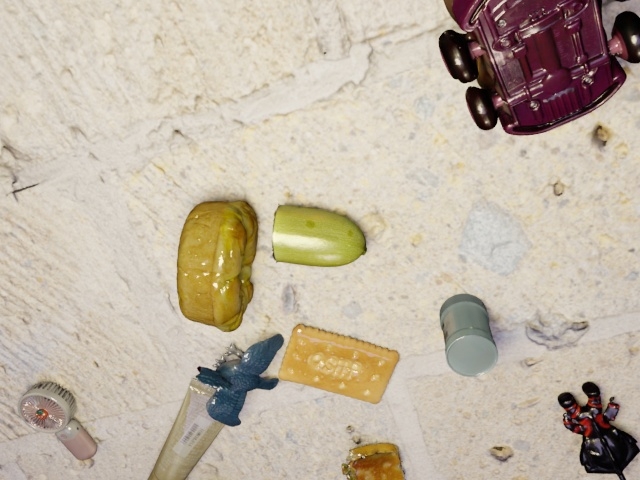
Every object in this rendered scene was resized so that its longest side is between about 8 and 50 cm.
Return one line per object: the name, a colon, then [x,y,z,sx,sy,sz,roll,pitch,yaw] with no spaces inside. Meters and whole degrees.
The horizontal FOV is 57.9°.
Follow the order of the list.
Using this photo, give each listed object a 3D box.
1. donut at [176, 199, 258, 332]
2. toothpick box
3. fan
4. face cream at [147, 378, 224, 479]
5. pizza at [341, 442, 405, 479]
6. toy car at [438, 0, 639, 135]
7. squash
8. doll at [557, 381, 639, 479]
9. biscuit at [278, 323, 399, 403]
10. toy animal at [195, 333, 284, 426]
donut: [-0.201,0.051,1.134,0.128,0.208,0.261,8,111,4]
toothpick box: [0.295,0.188,1.166,0.101,0.153,0.101,3,116,6]
fan: [-0.653,0.463,1.460,0.130,0.074,0.244,-24,111,17]
face cream: [-0.330,0.501,1.444,0.137,0.084,0.341,28,107,-9]
pizza: [0.134,0.583,1.429,0.147,0.069,0.226,-20,117,-8]
toy car: [0.316,-0.344,0.888,0.271,0.240,0.341,-23,139,19]
squash: [0.000,0.000,1.134,0.186,0.123,0.123,9,116,3]
doll: [0.624,0.433,1.288,0.127,0.088,0.249,-27,101,40]
biscuit: [0.039,0.284,1.306,0.249,0.030,0.160,17,116,-5]
toy animal: [-0.178,0.307,1.261,0.255,0.176,0.239,26,101,-33]
